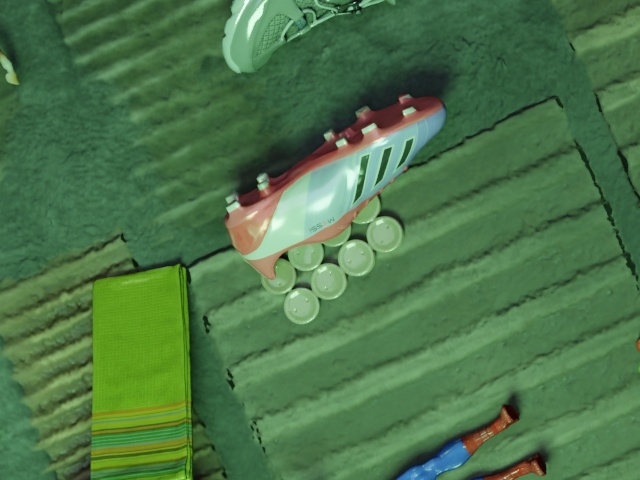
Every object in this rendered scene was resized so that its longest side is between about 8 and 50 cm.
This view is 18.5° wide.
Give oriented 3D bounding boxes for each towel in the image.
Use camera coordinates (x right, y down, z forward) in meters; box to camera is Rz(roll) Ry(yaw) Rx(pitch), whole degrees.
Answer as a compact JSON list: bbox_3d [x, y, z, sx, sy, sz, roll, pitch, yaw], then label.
[{"bbox_3d":[-0.178,0.135,1.923,0.102,0.021,0.237,-9,60,9],"label":"towel"}]

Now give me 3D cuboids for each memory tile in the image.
[{"bbox_3d":[0.000,0.000,1.948,0.148,0.012,0.113,-40,82,9],"label":"memory tile"}]

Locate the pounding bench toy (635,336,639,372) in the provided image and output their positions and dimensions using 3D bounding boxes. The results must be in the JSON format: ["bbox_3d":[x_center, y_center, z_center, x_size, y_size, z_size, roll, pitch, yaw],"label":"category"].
[{"bbox_3d":[0.336,0.122,1.860,0.065,0.052,0.083,-9,87,11],"label":"pounding bench toy"}]

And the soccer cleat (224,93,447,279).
[{"bbox_3d":[0.022,-0.055,1.906,0.248,0.083,0.095,-30,108,6],"label":"soccer cleat"}]

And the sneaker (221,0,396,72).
[{"bbox_3d":[0.019,-0.258,1.901,0.281,0.105,0.115,-45,81,7],"label":"sneaker"}]

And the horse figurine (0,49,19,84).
[{"bbox_3d":[-0.426,-0.203,2.008,0.263,0.066,0.174,-22,91,8],"label":"horse figurine"}]

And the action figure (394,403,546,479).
[{"bbox_3d":[0.071,0.260,1.871,0.280,0.139,0.091,-32,82,11],"label":"action figure"}]
